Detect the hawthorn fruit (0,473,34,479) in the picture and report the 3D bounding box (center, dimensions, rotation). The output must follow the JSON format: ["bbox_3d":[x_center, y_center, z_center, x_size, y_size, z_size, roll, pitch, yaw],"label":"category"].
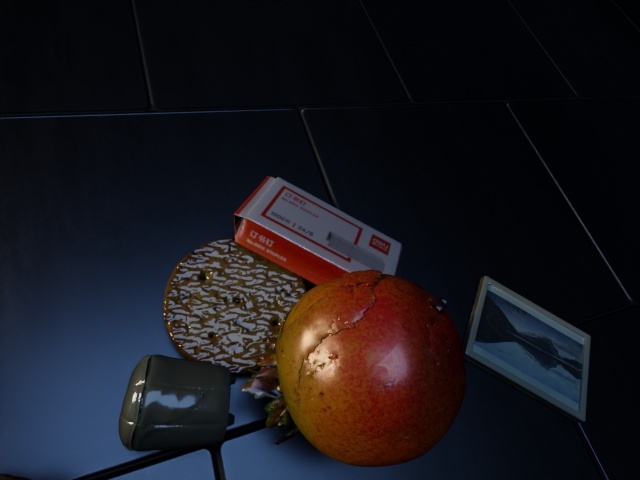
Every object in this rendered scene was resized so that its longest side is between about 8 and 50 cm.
[{"bbox_3d":[-0.290,0.294,0.293,0.181,0.181,0.235,4,82,-16],"label":"hawthorn fruit"}]

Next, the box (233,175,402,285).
[{"bbox_3d":[0.000,0.000,0.586,0.229,0.050,0.123,29,38,-1],"label":"box"}]

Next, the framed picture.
[{"bbox_3d":[0.323,0.162,0.637,0.203,0.015,0.150,30,57,0],"label":"framed picture"}]

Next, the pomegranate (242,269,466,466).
[{"bbox_3d":[0.039,0.139,0.454,0.235,0.210,0.210,-19,68,-2],"label":"pomegranate"}]

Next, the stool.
[{"bbox_3d":[-0.150,0.173,0.439,0.110,0.096,0.096,10,60,-17],"label":"stool"}]

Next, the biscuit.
[{"bbox_3d":[-0.108,0.081,0.540,0.188,0.027,0.187,7,62,-13],"label":"biscuit"}]
